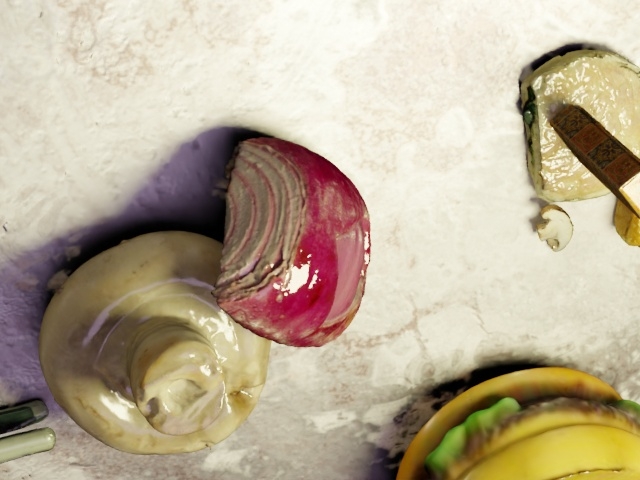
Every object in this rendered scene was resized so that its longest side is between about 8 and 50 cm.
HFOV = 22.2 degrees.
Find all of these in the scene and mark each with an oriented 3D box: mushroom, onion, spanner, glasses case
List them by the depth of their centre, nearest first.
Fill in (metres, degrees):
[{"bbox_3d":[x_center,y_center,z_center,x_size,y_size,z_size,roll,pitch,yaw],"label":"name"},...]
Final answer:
[{"bbox_3d":[0.000,0.000,1.928,0.111,0.250,0.247,-18,148,40],"label":"onion"},{"bbox_3d":[-0.183,0.150,1.932,0.293,0.290,0.292,-5,114,-12],"label":"mushroom"},{"bbox_3d":[0.351,-0.094,1.952,0.049,0.218,0.075,-40,118,5],"label":"glasses case"},{"bbox_3d":[-0.491,0.266,2.011,0.325,0.095,0.040,-13,121,-12],"label":"spanner"},{"bbox_3d":[0.308,-0.019,2.144,0.049,0.019,0.101,-26,145,-2],"label":"mushroom"}]

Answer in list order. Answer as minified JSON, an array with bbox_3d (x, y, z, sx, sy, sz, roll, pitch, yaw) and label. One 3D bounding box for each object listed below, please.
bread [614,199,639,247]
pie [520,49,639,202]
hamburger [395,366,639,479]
[{"bbox_3d":[0.421,-0.030,2.159,0.046,0.081,0.083,0,87,-8],"label":"bread"},{"bbox_3d":[0.347,-0.146,2.082,0.185,0.052,0.218,-12,119,-9],"label":"pie"},{"bbox_3d":[0.296,0.355,2.216,0.396,0.277,0.395,-8,124,-13],"label":"hamburger"}]
